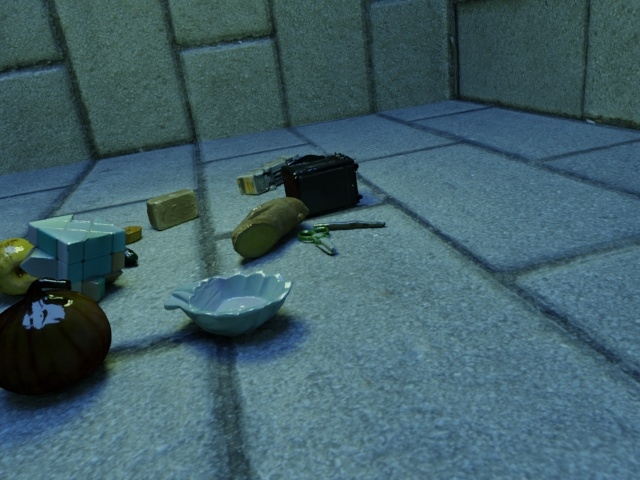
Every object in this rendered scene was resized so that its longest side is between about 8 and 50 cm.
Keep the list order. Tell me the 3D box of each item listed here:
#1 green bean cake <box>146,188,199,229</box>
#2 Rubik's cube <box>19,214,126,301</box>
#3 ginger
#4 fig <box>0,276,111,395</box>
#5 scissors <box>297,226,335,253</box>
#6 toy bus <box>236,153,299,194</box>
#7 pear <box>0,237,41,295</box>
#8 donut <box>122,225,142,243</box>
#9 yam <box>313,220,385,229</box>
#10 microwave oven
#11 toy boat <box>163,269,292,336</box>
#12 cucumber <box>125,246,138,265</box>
[{"bbox_3d":[-0.552,-0.118,1.927,0.179,0.109,0.085,-26,28,-38],"label":"green bean cake"},{"bbox_3d":[-0.667,0.062,1.405,0.224,0.213,0.265,23,23,28],"label":"Rubik's cube"},{"bbox_3d":[-0.167,-0.047,1.597,0.189,0.127,0.354,7,24,20],"label":"ginger"},{"bbox_3d":[-0.548,0.193,1.038,0.234,0.214,0.235,-27,27,15],"label":"fig"},{"bbox_3d":[0.000,0.000,1.554,0.101,0.027,0.204,-15,21,-14],"label":"scissors"},{"bbox_3d":[-0.215,-0.292,2.276,0.137,0.097,0.342,-1,23,34],"label":"toy bus"},{"bbox_3d":[-0.878,0.074,1.483,0.177,0.178,0.178,-7,22,3],"label":"pear"},{"bbox_3d":[-0.677,-0.019,1.811,0.108,0.043,0.097,-25,27,-39],"label":"donut"},{"bbox_3d":[0.092,-0.049,1.652,0.234,0.029,0.027,-2,49,11],"label":"yam"},{"bbox_3d":[-0.002,-0.206,1.853,0.247,0.188,0.178,-14,23,-17],"label":"microwave oven"},{"bbox_3d":[-0.200,0.145,1.162,0.290,0.100,0.199,1,23,18],"label":"toy boat"},{"bbox_3d":[-0.664,0.037,1.636,0.245,0.067,0.067,5,25,34],"label":"cucumber"}]
